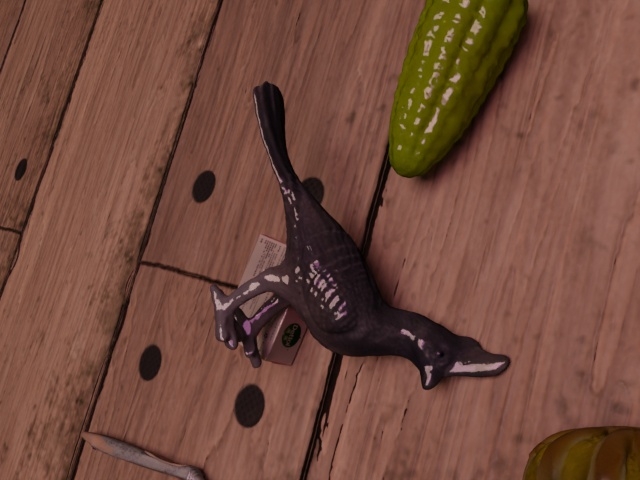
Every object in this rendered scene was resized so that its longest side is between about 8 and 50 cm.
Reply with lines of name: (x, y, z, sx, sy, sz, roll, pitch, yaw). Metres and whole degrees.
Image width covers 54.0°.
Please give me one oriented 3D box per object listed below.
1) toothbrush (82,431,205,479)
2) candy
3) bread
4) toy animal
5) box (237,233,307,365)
toothbrush: (-0.181, 0.270, 0.743, 0.375, 0.028, 0.037, 0, 68, 39)
candy: (0.122, -0.158, 0.606, 0.097, 0.097, 0.209, 27, 95, 42)
bread: (0.205, 0.168, 0.419, 0.157, 0.094, 0.083, -10, 72, 46)
toy animal: (-0.017, 0.035, 0.616, 0.206, 0.081, 0.367, -41, 70, 9)
box: (-0.051, 0.064, 0.699, 0.089, 0.043, 0.125, 23, 89, 43)
